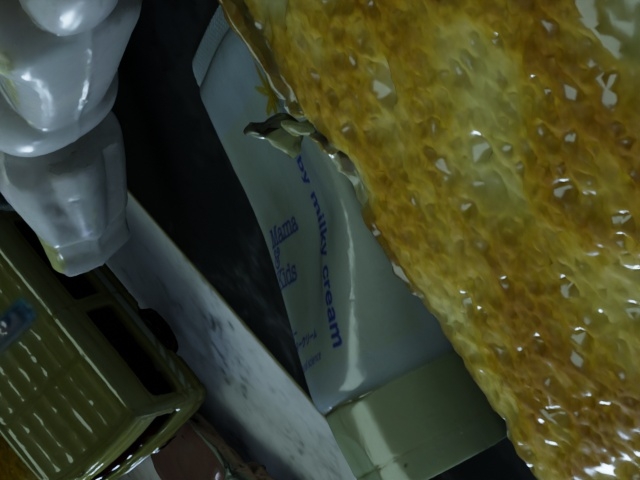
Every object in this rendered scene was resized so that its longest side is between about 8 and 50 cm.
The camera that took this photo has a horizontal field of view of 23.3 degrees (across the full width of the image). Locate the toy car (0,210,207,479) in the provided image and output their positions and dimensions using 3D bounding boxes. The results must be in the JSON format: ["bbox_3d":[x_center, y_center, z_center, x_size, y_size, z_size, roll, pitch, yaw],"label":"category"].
[{"bbox_3d":[-0.187,0.031,0.934,0.256,0.101,0.124,50,-168,8],"label":"toy car"}]

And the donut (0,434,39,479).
[{"bbox_3d":[-0.222,0.287,1.186,0.435,0.163,0.377,46,180,-4],"label":"donut"}]

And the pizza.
[{"bbox_3d":[0.055,-0.062,0.481,0.287,0.075,0.280,46,150,26],"label":"pizza"}]

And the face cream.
[{"bbox_3d":[0.000,0.000,0.674,0.224,0.070,0.114,62,156,8],"label":"face cream"}]

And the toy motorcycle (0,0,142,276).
[{"bbox_3d":[-0.163,-0.129,0.751,0.223,0.108,0.340,33,145,37],"label":"toy motorcycle"}]

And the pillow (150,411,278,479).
[{"bbox_3d":[-0.042,0.178,0.978,0.232,0.043,0.126,37,150,38],"label":"pillow"}]
